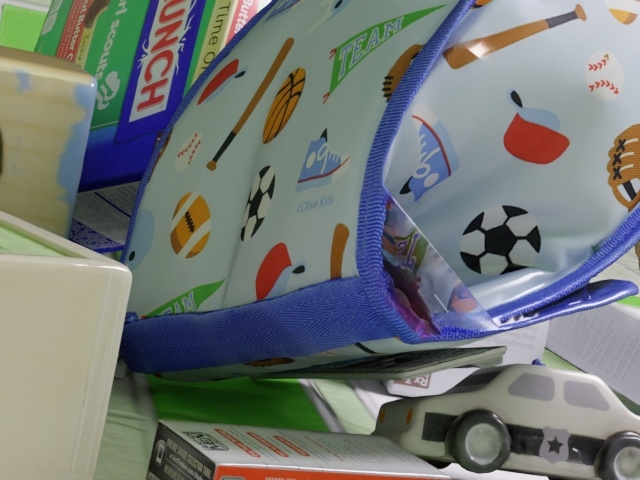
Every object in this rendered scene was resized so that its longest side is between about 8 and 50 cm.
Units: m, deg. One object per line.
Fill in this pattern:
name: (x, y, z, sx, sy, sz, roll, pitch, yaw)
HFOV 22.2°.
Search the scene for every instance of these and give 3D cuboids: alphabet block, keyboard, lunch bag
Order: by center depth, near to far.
lunch bag: (0.063, -0.059, 1.037, 0.239, 0.385, 0.328, 51, -32, -17)
keyboard: (0.029, 0.080, 1.055, 0.072, 0.014, 0.256, -6, -2, -23)
alphabet block: (-0.290, -0.059, 1.230, 0.197, 0.192, 0.193, 9, 6, -17)

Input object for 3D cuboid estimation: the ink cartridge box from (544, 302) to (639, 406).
ink cartridge box: (0.270, 0.105, 1.216, 0.175, 0.069, 0.371, 28, 4, -17)

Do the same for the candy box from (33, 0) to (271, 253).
candy box: (-0.130, -0.138, 1.392, 0.122, 0.268, 0.317, 30, -24, -36)

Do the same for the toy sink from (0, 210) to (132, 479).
toy sink: (-0.233, 0.041, 0.770, 0.234, 0.131, 0.152, 5, 9, -40)

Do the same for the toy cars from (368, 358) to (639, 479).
toy cars: (0.221, 0.109, 0.939, 0.393, 0.087, 0.176, 3, -10, 26)

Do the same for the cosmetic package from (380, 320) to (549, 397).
cosmetic package: (0.094, 0.067, 1.316, 0.117, 0.086, 0.231, 10, 6, -11)

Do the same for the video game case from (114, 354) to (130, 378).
video game case: (-0.185, 0.069, 1.117, 0.122, 0.011, 0.087, 13, 8, 2)

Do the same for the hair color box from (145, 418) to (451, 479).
hair color box: (-0.012, 0.126, 0.839, 0.141, 0.043, 0.072, 9, 8, -31)

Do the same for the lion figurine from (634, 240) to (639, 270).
lion figurine: (0.434, 0.031, 1.537, 0.392, 0.240, 0.142, 8, 9, -37)
